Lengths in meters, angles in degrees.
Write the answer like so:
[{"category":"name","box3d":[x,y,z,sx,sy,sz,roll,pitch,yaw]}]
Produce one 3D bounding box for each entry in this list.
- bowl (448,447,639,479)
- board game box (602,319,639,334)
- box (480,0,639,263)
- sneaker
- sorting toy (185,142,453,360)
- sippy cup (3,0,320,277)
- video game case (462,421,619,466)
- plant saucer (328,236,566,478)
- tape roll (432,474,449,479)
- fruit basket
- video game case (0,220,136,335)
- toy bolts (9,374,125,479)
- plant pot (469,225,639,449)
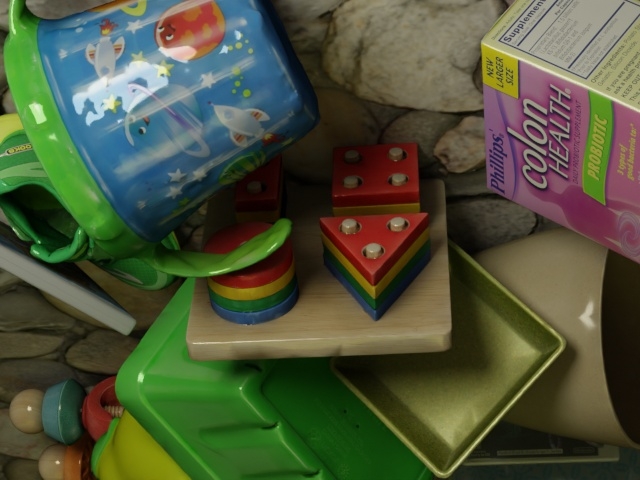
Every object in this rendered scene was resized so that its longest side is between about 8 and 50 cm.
[{"category":"bowl","box3d":[0.318,0.286,1.858,0.289,0.289,0.156,-11,163,16]},{"category":"board game box","box3d":[0.423,0.096,1.748,0.194,0.060,0.194,19,140,-25]},{"category":"box","box3d":[0.280,-0.100,1.338,0.243,0.117,0.213,30,153,26]},{"category":"sneaker","box3d":[-0.263,-0.014,1.559,0.109,0.123,0.295,-22,138,28]},{"category":"sorting toy","box3d":[0.000,0.000,1.478,0.257,0.255,0.089,-3,128,5]},{"category":"sippy cup","box3d":[-0.130,-0.132,1.319,0.224,0.240,0.305,-25,145,7]},{"category":"video game case","box3d":[0.263,0.185,1.782,0.190,0.173,0.022,-3,165,5]},{"category":"plant saucer","box3d":[0.134,0.123,1.515,0.188,0.188,0.045,-48,149,2]},{"category":"tape roll","box3d":[0.203,0.469,2.167,0.246,0.169,0.246,1,143,1]},{"category":"fruit basket","box3d":[-0.091,0.208,1.700,0.392,0.283,0.392,27,151,16]},{"category":"video game case","box3d":[-0.318,0.018,1.580,0.212,0.193,0.023,34,89,-36]},{"category":"toy bolts","box3d":[-0.329,0.295,1.936,0.158,0.218,0.228,1,126,11]},{"category":"plant pot","box3d":[0.229,0.104,1.639,0.274,0.256,0.256,-4,146,31]}]
